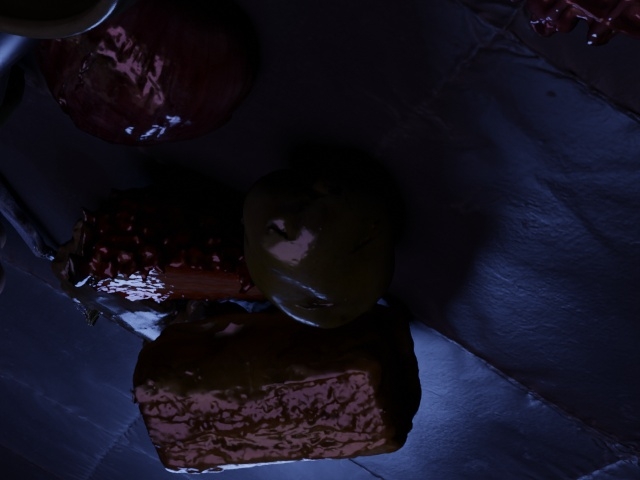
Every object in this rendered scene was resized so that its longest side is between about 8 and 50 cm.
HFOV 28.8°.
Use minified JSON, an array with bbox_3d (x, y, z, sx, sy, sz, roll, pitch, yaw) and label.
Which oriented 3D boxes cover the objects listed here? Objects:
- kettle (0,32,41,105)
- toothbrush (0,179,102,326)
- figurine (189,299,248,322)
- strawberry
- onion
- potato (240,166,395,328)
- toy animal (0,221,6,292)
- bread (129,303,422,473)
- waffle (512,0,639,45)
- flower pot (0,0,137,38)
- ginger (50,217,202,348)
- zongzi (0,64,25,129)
[{"bbox_3d":[-0.316,-0.231,1.078,0.202,0.144,0.232,38,127,-18],"label":"kettle"},{"bbox_3d":[-0.407,-0.021,1.711,0.035,0.042,0.413,6,142,34],"label":"toothbrush"},{"bbox_3d":[-0.161,0.160,1.664,0.102,0.111,0.195,26,124,-19],"label":"figurine"},{"bbox_3d":[-0.142,0.007,1.475,0.306,0.137,0.233,3,171,-8],"label":"strawberry"},{"bbox_3d":[-0.194,-0.159,1.230,0.227,0.120,0.283,33,151,1],"label":"onion"},{"bbox_3d":[0.000,0.004,1.307,0.155,0.137,0.200,13,147,22],"label":"potato"},{"bbox_3d":[-0.512,0.013,1.705,0.171,0.171,0.197,20,143,14],"label":"toy animal"},{"bbox_3d":[-0.053,0.173,1.527,0.344,0.149,0.195,-7,119,15],"label":"bread"},{"bbox_3d":[0.209,-0.219,0.862,0.234,0.055,0.221,5,144,34],"label":"waffle"},{"bbox_3d":[-0.197,-0.320,0.850,0.308,0.244,0.307,20,148,13],"label":"flower pot"},{"bbox_3d":[-0.254,0.075,1.687,0.166,0.080,0.333,-4,142,30],"label":"ginger"},{"bbox_3d":[-0.531,-0.244,1.334,0.356,0.174,0.393,1,135,32],"label":"zongzi"}]
